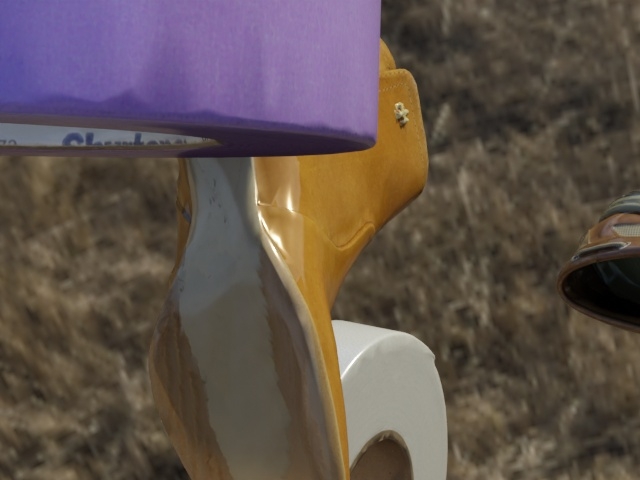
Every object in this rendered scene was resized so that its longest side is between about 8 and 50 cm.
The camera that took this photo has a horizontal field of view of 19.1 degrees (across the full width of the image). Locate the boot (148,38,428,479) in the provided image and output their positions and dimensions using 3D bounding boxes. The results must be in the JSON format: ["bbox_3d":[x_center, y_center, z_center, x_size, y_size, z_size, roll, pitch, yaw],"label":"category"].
[{"bbox_3d":[-0.001,0.000,0.962,0.104,0.295,0.211,-20,-2,36],"label":"boot"}]

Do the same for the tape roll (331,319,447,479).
[{"bbox_3d":[0.012,0.265,1.714,0.072,0.392,0.392,10,50,25],"label":"tape roll"}]

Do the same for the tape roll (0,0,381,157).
[{"bbox_3d":[-0.119,-0.072,0.540,0.274,0.275,0.090,2,90,22],"label":"tape roll"}]

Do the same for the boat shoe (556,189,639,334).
[{"bbox_3d":[0.318,0.040,1.505,0.120,0.123,0.324,-35,21,-28],"label":"boat shoe"}]
